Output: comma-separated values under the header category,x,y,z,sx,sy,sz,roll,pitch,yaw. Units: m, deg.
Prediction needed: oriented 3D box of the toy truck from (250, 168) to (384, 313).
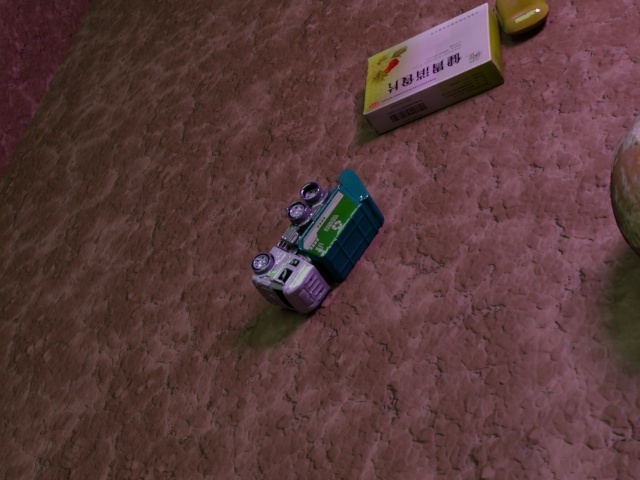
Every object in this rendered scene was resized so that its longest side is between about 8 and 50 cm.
category,x,y,z,sx,sy,sz,roll,pitch,yaw
toy truck,0.000,0.000,1.509,0.124,0.114,0.253,20,68,39

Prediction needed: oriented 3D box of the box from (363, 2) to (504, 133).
category,x,y,z,sx,sy,sz,roll,pitch,yaw
box,0.207,-0.317,1.677,0.260,0.062,0.175,-20,42,27

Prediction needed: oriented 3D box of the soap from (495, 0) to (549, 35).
category,x,y,z,sx,sy,sz,roll,pitch,yaw
soap,0.367,-0.423,1.650,0.089,0.045,0.140,-29,39,22

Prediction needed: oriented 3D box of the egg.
category,x,y,z,sx,sy,sz,roll,pitch,yaw
egg,0.447,-0.068,1.084,0.203,0.203,0.245,0,50,43
